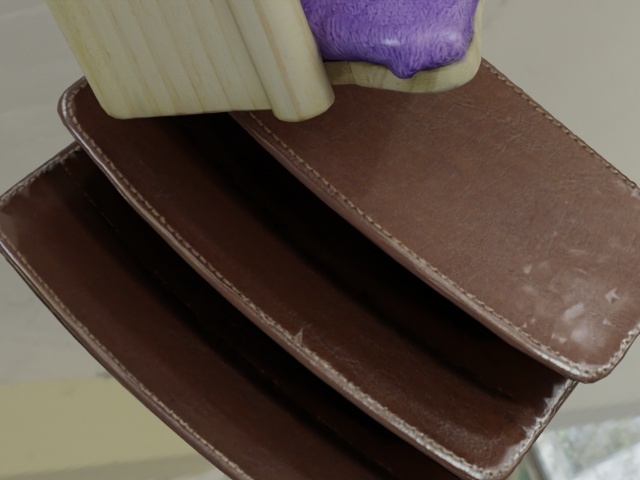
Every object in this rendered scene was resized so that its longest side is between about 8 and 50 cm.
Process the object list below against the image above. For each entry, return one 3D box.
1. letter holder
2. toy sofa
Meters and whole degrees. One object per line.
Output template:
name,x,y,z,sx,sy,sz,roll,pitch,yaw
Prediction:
letter holder,0.000,0.000,0.662,0.214,0.302,0.152,-45,-8,-34
toy sofa,0.011,-0.223,0.611,0.177,0.362,0.150,0,-47,27
